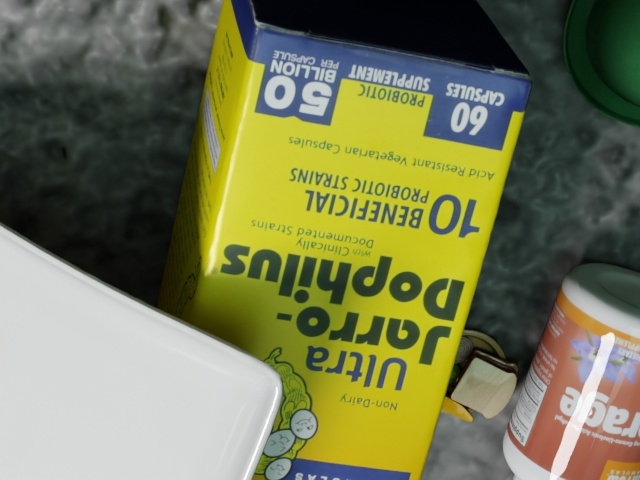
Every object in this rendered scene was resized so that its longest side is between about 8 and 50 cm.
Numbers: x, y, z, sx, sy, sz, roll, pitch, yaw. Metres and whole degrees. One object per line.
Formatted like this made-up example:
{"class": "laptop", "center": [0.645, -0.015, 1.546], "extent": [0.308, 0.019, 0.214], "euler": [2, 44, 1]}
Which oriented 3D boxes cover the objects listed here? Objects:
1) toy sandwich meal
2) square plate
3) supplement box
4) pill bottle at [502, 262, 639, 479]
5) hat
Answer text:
{"class": "toy sandwich meal", "center": [0.118, 0.112, 1.499], "extent": [0.086, 0.029, 0.085], "euler": [-3, 113, -6]}
{"class": "square plate", "center": [-0.208, 0.159, 1.319], "extent": [0.344, 0.049, 0.347], "euler": [28, 114, 19]}
{"class": "supplement box", "center": [0.000, 0.000, 1.347], "extent": [0.194, 0.195, 0.356], "euler": [9, 112, -11]}
{"class": "pill bottle", "center": [0.218, 0.137, 1.473], "extent": [0.121, 0.121, 0.216], "euler": [13, 110, -13]}
{"class": "hat", "center": [0.275, -0.117, 1.322], "extent": [0.208, 0.183, 0.173], "euler": [26, 115, -26]}
